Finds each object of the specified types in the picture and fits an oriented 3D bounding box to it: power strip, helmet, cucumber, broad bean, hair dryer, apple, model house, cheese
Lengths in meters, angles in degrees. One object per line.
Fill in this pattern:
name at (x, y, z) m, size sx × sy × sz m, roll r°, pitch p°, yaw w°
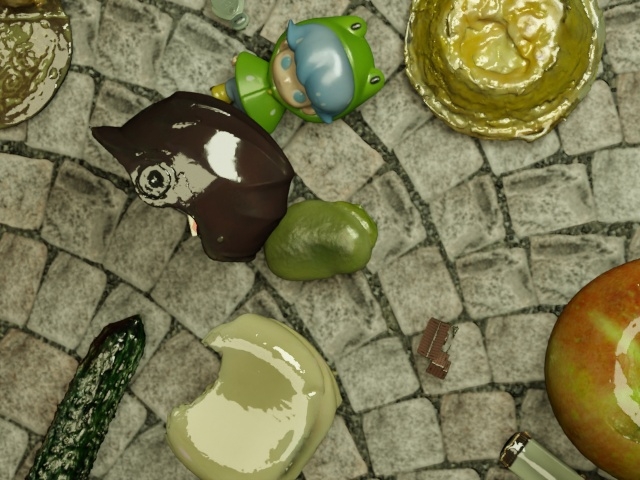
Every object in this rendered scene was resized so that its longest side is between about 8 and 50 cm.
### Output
power strip at (-0.137, -0.359, 1.850) m, size 0.055 × 0.035 × 0.083 m, roll -34°, pitch 75°, yaw 5°
helmet at (-0.164, -0.117, 1.729) m, size 0.177 × 0.225 × 0.305 m, roll -44°, pitch 103°, yaw 11°
cucumber at (-0.364, 0.274, 1.849) m, size 0.096 × 0.096 × 0.359 m, roll 25°, pitch 95°, yaw 4°
broad bean at (0.000, 0.000, 1.815) m, size 0.174 × 0.082 × 0.124 m, roll -1°, pitch 93°, yaw 4°
hair dryer at (0.406, 0.396, 1.778) m, size 0.362 × 0.128 × 0.203 m, roll 37°, pitch 95°, yaw 11°
apple at (0.484, 0.183, 1.664) m, size 0.339 × 0.339 × 0.340 m, roll 0°, pitch 91°, yaw 5°
model house at (0.177, 0.163, 1.813) m, size 0.057 × 0.058 × 0.083 m, roll 23°, pitch 93°, yaw 4°
cheese at (-0.105, 0.252, 1.808) m, size 0.233 × 0.127 × 0.266 m, roll 37°, pitch 93°, yaw 3°

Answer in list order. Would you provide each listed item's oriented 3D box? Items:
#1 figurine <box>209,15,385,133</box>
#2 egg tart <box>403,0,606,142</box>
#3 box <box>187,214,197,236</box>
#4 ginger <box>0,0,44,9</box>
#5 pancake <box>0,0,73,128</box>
figurine at (-0.038, -0.242, 1.793) m, size 0.263 × 0.143 × 0.162 m, roll -17°, pitch 92°, yaw 23°
egg tart at (0.271, -0.298, 1.765) m, size 0.315 × 0.120 × 0.315 m, roll 0°, pitch 92°, yaw 6°
box at (-0.181, -0.057, 1.864) m, size 0.058 × 0.015 × 0.093 m, roll -13°, pitch 90°, yaw 7°
ginger at (-0.492, -0.535, 1.809) m, size 0.357 × 0.152 × 0.274 m, roll 40°, pitch 94°, yaw 8°
pancake at (-0.510, -0.294, 1.881) m, size 0.250 × 0.031 × 0.250 m, roll 0°, pitch 90°, yaw 5°
